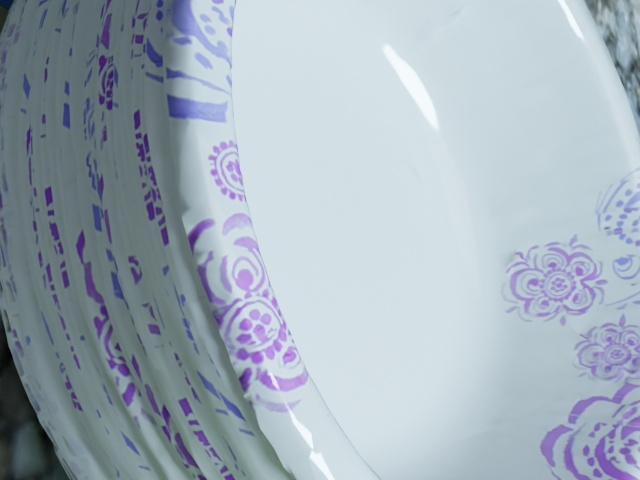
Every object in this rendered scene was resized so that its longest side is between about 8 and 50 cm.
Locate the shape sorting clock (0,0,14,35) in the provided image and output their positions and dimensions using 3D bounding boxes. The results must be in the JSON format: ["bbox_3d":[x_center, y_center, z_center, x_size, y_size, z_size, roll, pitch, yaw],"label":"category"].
[{"bbox_3d":[-0.138,-0.160,0.529,0.206,0.040,0.206,10,77,-55],"label":"shape sorting clock"}]

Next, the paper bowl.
[{"bbox_3d":[0.000,0.000,0.551,0.284,0.148,0.284,24,57,-44],"label":"paper bowl"}]
